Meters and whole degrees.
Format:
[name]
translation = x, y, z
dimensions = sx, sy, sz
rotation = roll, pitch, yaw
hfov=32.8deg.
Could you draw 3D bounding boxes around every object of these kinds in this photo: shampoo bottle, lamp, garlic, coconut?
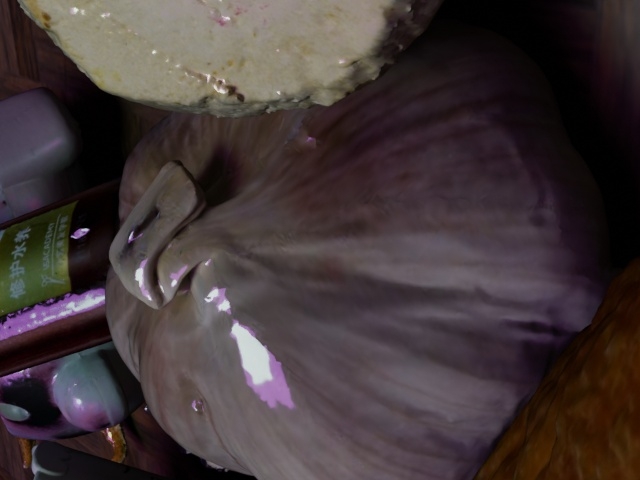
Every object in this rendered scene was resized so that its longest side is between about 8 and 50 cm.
[shampoo bottle]
translation = -0.265, 0.052, 0.821
dimensions = 0.323, 0.084, 0.129
rotation = -18, 55, 21
[lamp]
translation = -0.272, 0.040, 0.967
dimensions = 0.301, 0.247, 0.247
rotation = 67, 161, -5
[garlic]
translation = 0.009, 0.001, 0.642
dimensions = 0.322, 0.322, 0.241
rotation = 40, 168, 27
[coconut]
translation = -0.028, -0.202, 0.513
dimensions = 0.239, 0.244, 0.239
rotation = 8, 137, 8

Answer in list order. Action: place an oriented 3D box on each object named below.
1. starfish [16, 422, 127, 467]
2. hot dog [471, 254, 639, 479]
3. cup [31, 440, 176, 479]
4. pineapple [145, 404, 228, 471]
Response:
[starfish]
translation = -0.357, 0.137, 1.242
dimensions = 0.293, 0.084, 0.301
rotation = -24, 95, 49
[hot dog]
translation = 0.200, 0.077, 0.461
dimensions = 0.174, 0.267, 0.387
rotation = 59, 141, 33
[cup]
translation = -0.163, 0.306, 0.975
dimensions = 0.258, 0.289, 0.219
rotation = 18, 100, -7
[pineapple]
translation = -0.051, 0.082, 0.860
dimensions = 0.162, 0.137, 0.175
rotation = -2, 120, 1
